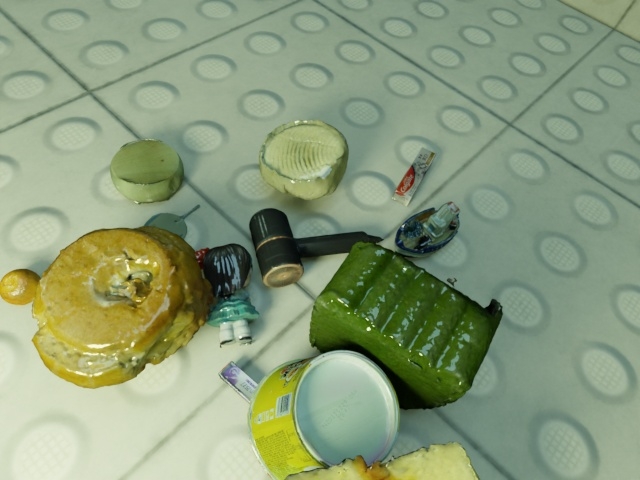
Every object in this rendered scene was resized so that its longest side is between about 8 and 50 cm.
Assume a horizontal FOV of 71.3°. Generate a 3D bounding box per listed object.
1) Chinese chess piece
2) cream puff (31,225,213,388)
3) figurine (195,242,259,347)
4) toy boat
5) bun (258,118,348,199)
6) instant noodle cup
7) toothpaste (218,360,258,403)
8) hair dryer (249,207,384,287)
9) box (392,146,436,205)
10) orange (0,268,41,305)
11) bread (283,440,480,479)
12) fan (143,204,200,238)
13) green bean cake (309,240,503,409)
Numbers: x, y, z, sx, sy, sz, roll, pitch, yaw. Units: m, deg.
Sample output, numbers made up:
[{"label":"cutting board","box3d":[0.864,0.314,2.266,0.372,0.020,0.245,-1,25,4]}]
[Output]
[{"label":"Chinese chess piece","box3d":[-0.470,-0.189,1.217,0.188,0.083,0.188,4,53,-5]},{"label":"cream puff","box3d":[-0.393,0.138,0.917,0.327,0.231,0.343,5,60,-2]},{"label":"figurine","box3d":[-0.218,0.120,1.033,0.137,0.110,0.246,-7,66,-9]},{"label":"toy boat","box3d":[0.295,-0.034,1.203,0.262,0.115,0.114,-29,65,-24]},{"label":"bun","box3d":[-0.045,-0.215,1.252,0.259,0.152,0.259,-3,56,4]},{"label":"instant noodle cup","box3d":[0.012,0.327,0.838,0.264,0.200,0.264,11,58,-19]},{"label":"toothpaste","box3d":[-0.129,0.332,0.944,0.196,0.040,0.047,36,60,14]},{"label":"hair dryer","box3d":[0.000,0.000,1.163,0.352,0.107,0.189,-6,56,-22]},{"label":"box","box3d":[0.287,-0.198,1.356,0.055,0.040,0.218,29,57,10]},{"label":"orange","box3d":[-0.668,0.103,0.997,0.083,0.070,0.083,-1,69,3]},{"label":"bread","box3d":[0.150,0.493,0.713,0.345,0.405,0.242,-19,50,-6]},{"label":"fan","box3d":[-0.386,-0.045,1.175,0.113,0.005,0.175,38,59,16]},{"label":"green bean cake","box3d":[0.154,0.172,0.915,0.319,0.335,0.218,33,59,8]}]
